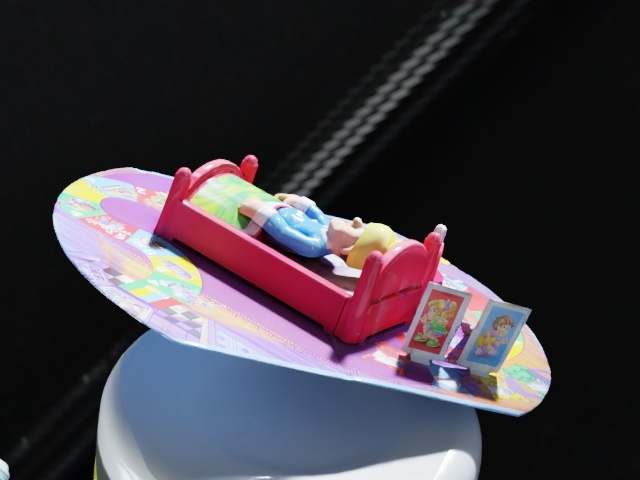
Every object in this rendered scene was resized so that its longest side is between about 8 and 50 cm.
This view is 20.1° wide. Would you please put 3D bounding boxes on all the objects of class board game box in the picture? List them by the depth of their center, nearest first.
[{"bbox_3d":[0.000,0.000,0.580,0.168,0.133,0.033,14,-69,-20],"label":"board game box"}]

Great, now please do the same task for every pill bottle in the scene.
[{"bbox_3d":[-0.021,0.134,0.603,0.119,0.119,0.208,-4,-55,-19],"label":"pill bottle"}]

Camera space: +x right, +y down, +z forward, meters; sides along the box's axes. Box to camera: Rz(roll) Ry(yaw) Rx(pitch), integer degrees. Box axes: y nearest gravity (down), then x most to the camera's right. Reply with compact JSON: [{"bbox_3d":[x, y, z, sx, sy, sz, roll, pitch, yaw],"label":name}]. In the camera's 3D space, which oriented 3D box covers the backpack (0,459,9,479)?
[{"bbox_3d":[-0.261,0.064,0.812,0.253,0.225,0.191,40,-105,-14],"label":"backpack"}]
